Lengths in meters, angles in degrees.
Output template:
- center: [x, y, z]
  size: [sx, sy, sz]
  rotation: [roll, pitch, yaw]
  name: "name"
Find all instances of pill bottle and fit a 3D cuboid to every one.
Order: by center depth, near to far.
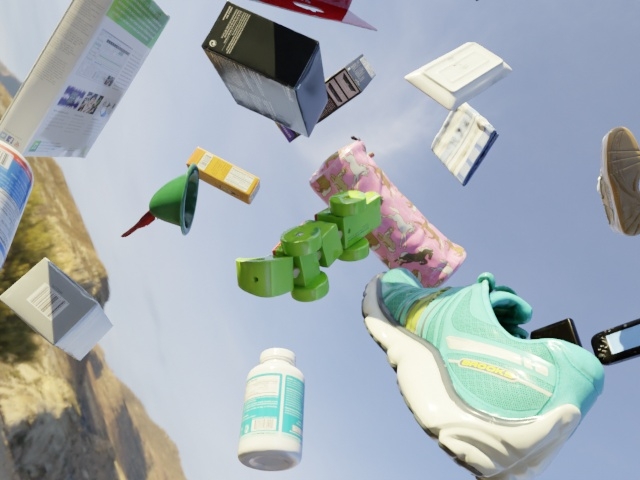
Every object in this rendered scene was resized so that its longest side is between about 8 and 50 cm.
- center: [-0.427, -0.013, 0.578]
  size: [0.124, 0.125, 0.221]
  rotation: [111, -21, -48]
  name: "pill bottle"
- center: [-0.111, 0.396, 1.194]
  size: [0.146, 0.146, 0.263]
  rotation: [109, -13, -47]
  name: "pill bottle"

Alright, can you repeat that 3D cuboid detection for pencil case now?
- center: [0.153, -0.049, 1.131]
  size: [0.386, 0.167, 0.160]
  rotation: [47, -7, -5]
  name: "pencil case"

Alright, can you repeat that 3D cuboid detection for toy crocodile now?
- center: [0.000, 0.000, 0.852]
  size: [0.105, 0.341, 0.115]
  rotation: [12, -56, 35]
  name: "toy crocodile"

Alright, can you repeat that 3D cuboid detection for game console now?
- center: [0.776, 0.290, 1.390]
  size: [0.361, 0.044, 0.213]
  rotation: [-32, -142, 32]
  name: "game console"

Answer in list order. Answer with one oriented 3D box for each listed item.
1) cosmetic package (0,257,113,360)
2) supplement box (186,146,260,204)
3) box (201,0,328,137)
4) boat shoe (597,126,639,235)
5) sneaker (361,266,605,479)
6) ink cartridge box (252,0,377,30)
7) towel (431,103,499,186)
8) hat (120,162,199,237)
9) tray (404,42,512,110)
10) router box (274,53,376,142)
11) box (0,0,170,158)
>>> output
- center: [-0.473, 0.135, 0.919]
  size: [0.127, 0.107, 0.238]
  rotation: [40, -22, -1]
  name: "cosmetic package"
- center: [-0.313, -0.209, 1.620]
  size: [0.234, 0.080, 0.078]
  rotation: [30, -19, 3]
  name: "supplement box"
- center: [-0.092, -0.316, 0.968]
  size: [0.184, 0.103, 0.261]
  rotation: [29, -4, 6]
  name: "box"
- center: [0.757, -0.148, 1.285]
  size: [0.096, 0.098, 0.276]
  rotation: [-155, -122, -83]
  name: "boat shoe"
- center: [0.112, 0.078, 0.397]
  size: [0.107, 0.110, 0.275]
  rotation: [45, 3, -16]
  name: "sneaker"
- center: [-0.061, -0.415, 0.656]
  size: [0.272, 0.310, 0.130]
  rotation: [44, -56, 18]
  name: "ink cartridge box"
- center: [0.470, -0.332, 1.665]
  size: [0.209, 0.034, 0.285]
  rotation: [-63, -155, 28]
  name: "towel"
- center: [-0.411, -0.101, 1.230]
  size: [0.173, 0.184, 0.208]
  rotation: [153, -55, -86]
  name: "hat"
- center: [0.339, -0.408, 1.197]
  size: [0.145, 0.270, 0.030]
  rotation: [42, -32, 21]
  name: "tray"
- center: [0.021, -0.411, 1.421]
  size: [0.243, 0.308, 0.081]
  rotation: [-30, -75, 24]
  name: "router box"
- center: [-0.386, -0.285, 0.841]
  size: [0.059, 0.322, 0.232]
  rotation: [35, 5, -7]
  name: "box"
